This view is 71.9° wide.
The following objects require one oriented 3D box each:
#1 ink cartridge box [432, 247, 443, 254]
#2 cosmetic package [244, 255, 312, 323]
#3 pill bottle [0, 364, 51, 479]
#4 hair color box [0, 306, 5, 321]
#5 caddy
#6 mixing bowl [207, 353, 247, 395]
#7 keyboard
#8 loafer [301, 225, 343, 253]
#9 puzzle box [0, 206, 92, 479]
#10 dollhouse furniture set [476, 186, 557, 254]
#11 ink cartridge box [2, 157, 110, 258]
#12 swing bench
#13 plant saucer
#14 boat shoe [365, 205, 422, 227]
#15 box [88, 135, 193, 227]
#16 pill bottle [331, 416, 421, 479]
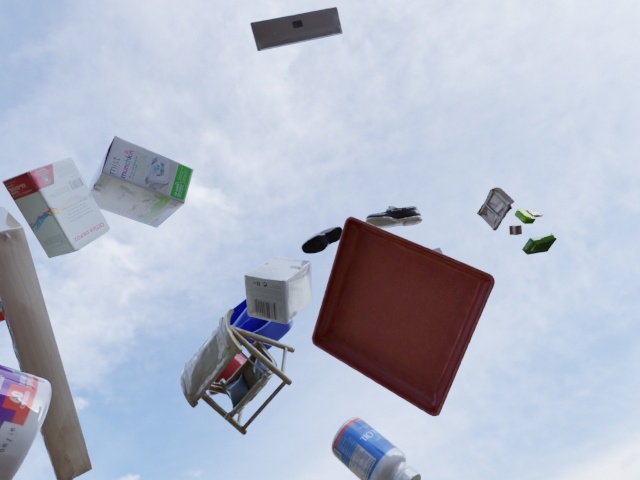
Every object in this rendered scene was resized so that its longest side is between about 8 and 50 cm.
[{"bbox_3d":[0.214,0.134,1.085,0.232,0.189,0.066,-12,-28,-8],"label":"ink cartridge box"},{"bbox_3d":[-0.133,0.157,1.448,0.151,0.183,0.151,7,-69,24],"label":"cosmetic package"},{"bbox_3d":[-0.338,0.134,0.349,0.108,0.108,0.193,-40,-54,21],"label":"pill bottle"},{"bbox_3d":[-0.720,0.133,0.973,0.167,0.053,0.093,-12,-81,44],"label":"hair color box"},{"bbox_3d":[-0.280,0.347,1.983,0.241,0.341,0.179,13,-53,38],"label":"caddy"},{"bbox_3d":[-0.332,0.446,1.536,0.181,0.181,0.098,-28,-88,13],"label":"mixing bowl"},{"bbox_3d":[-0.060,-0.570,1.185,0.256,0.014,0.072,-20,-79,-18],"label":"keyboard"},{"bbox_3d":[0.000,0.000,1.544,0.170,0.061,0.062,-23,-73,-27],"label":"loafer"},{"bbox_3d":[-0.483,0.159,0.731,0.052,0.272,0.409,-18,-70,-37],"label":"puzzle box"},{"bbox_3d":[0.393,-0.040,0.883,0.058,0.152,0.076,-9,-44,-24],"label":"dollhouse furniture set"},{"bbox_3d":[-0.543,-0.068,0.920,0.072,0.127,0.175,-15,-71,15],"label":"ink cartridge box"},{"bbox_3d":[-0.251,0.387,1.304,0.254,0.165,0.253,34,-72,-14],"label":"swing bench"},{"bbox_3d":[0.128,0.119,0.745,0.047,0.258,0.259,-13,-57,-57],"label":"plant saucer"},{"bbox_3d":[0.252,-0.087,1.546,0.206,0.065,0.075,-3,-24,-11],"label":"boat shoe"},{"bbox_3d":[-0.543,-0.158,1.309,0.231,0.127,0.262,22,-27,-30],"label":"box"},{"bbox_3d":[0.144,0.571,1.143,0.124,0.221,0.124,-23,-56,-38],"label":"pill bottle"}]
